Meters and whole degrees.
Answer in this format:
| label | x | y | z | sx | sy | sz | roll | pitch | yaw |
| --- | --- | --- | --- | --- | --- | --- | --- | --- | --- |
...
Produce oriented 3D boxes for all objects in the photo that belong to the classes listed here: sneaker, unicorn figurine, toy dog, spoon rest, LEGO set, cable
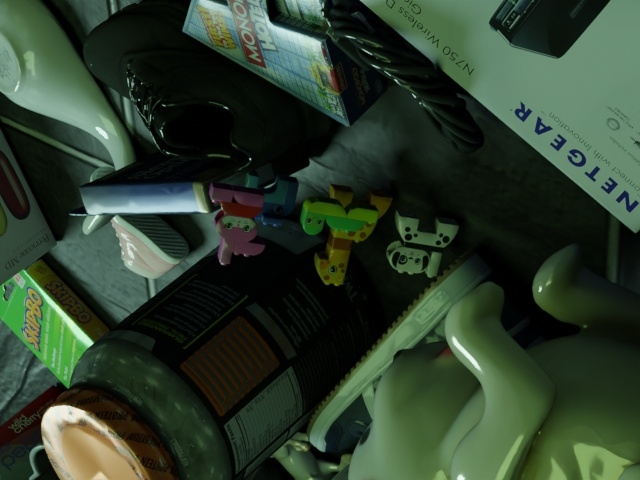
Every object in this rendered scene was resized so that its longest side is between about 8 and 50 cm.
| label | x | y | z | sx | sy | sz | roll | pitch | yaw |
| --- | --- | --- | --- | --- | --- | --- | --- | --- | --- |
| sneaker | 0.108 | 0.149 | 1.784 | 0.153 | 0.099 | 0.282 | 45 | 128 | 7 |
| sneaker | -0.130 | -0.142 | 1.790 | 0.286 | 0.130 | 0.109 | 20 | 136 | 36 |
| sneaker | -0.205 | -0.013 | 2.041 | 0.134 | 0.051 | 0.070 | 46 | 138 | 0 |
| unicorn figurine | -0.024 | 0.224 | 2.047 | 0.111 | 0.060 | 0.162 | -14 | 110 | 50 |
| toy dog | 0.213 | 0.192 | 1.534 | 0.408 | 0.284 | 0.395 | 4 | 120 | 36 |
| spoon rest | -0.271 | -0.143 | 1.995 | 0.276 | 0.084 | 0.137 | 60 | 143 | 9 |
| LEGO set | 0.000 | 0.000 | 1.746 | 0.087 | 0.227 | 0.093 | -115 | 36 | -69 |
| cable | 0.080 | -0.133 | 1.573 | 0.184 | 0.047 | 0.150 | 41 | -179 | -31 |

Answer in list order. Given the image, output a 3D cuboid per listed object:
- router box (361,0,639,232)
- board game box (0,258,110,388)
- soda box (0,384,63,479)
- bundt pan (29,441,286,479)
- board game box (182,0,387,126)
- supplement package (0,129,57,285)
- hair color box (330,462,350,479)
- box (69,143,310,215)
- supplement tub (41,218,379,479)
| label | x | y | z | sx | sy | sz | roll | pitch | yaw |
| --- | --- | --- | --- | --- | --- | --- | --- | --- | --- |
| router box | 0.197 | -0.206 | 1.408 | 0.335 | 0.082 | 0.301 | 40 | 142 | 4 |
| board game box | -0.283 | 0.133 | 2.261 | 0.259 | 0.039 | 0.124 | 43 | 142 | 6 |
| soda box | -0.390 | 0.293 | 2.317 | 0.083 | 0.263 | 0.092 | 36 | 141 | 19 |
| bundt pan | -0.160 | 0.290 | 2.161 | 0.331 | 0.124 | 0.331 | 23 | 143 | 19 |
| board game box | -0.050 | -0.214 | 1.682 | 0.194 | 0.060 | 0.194 | 22 | 145 | 36 |
| supplement package | -0.430 | -0.065 | 2.160 | 0.134 | 0.139 | 0.244 | 0 | 122 | 47 |
| hair color box | 0.184 | 0.277 | 1.780 | 0.347 | 0.174 | 0.105 | 15 | 131 | 39 |
| box | -0.136 | -0.062 | 1.854 | 0.225 | 0.136 | 0.036 | -2 | 110 | 46 |
| supplement tub | -0.106 | 0.131 | 1.839 | 0.193 | 0.316 | 0.193 | 28 | 138 | 29 |
